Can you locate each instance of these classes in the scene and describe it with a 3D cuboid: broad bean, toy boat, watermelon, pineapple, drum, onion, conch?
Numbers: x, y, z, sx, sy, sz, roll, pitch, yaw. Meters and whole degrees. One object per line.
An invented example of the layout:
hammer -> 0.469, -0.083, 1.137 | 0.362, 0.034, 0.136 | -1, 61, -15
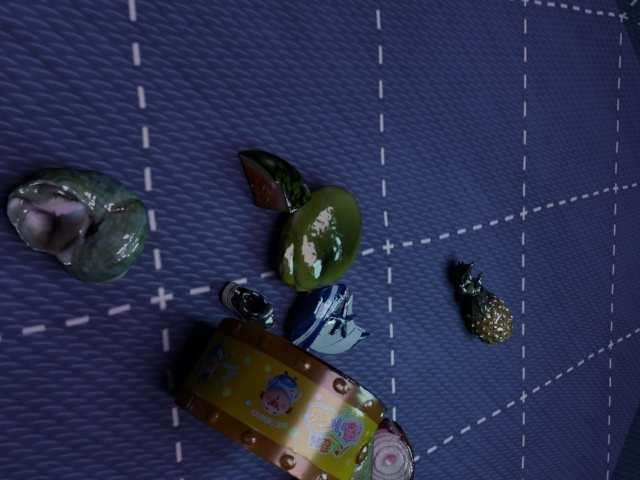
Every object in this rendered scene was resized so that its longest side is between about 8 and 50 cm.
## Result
broad bean -> -0.001, 0.000, 1.625 | 0.238, 0.119, 0.291 | 48, 66, -37
toy boat -> 0.043, 0.207, 1.710 | 0.292, 0.070, 0.210 | 4, 114, -41
watermelon -> -0.105, -0.151, 1.523 | 0.137, 0.193, 0.145 | -14, 109, 7
pineapple -> 0.509, 0.198, 2.090 | 0.310, 0.141, 0.170 | 56, 24, -27
drum -> -0.088, 0.356, 1.409 | 0.431, 0.431, 0.214 | 42, 69, -37
onion -> 0.153, 0.610, 1.852 | 0.218, 0.140, 0.195 | -21, 93, 3
conch -> -0.430, -0.019, 1.219 | 0.220, 0.195, 0.277 | -28, 139, -14

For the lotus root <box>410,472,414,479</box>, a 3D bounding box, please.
lotus root -> 0.238, 0.679, 1.962 | 0.089, 0.080, 0.179 | -24, 111, -35

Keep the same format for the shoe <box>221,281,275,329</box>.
shoe -> -0.148, 0.161, 1.532 | 0.169, 0.099, 0.071 | 46, 64, -37

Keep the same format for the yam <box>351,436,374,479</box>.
yam -> 0.044, 0.619, 1.706 | 0.195, 0.195, 0.300 | -7, 101, -41
